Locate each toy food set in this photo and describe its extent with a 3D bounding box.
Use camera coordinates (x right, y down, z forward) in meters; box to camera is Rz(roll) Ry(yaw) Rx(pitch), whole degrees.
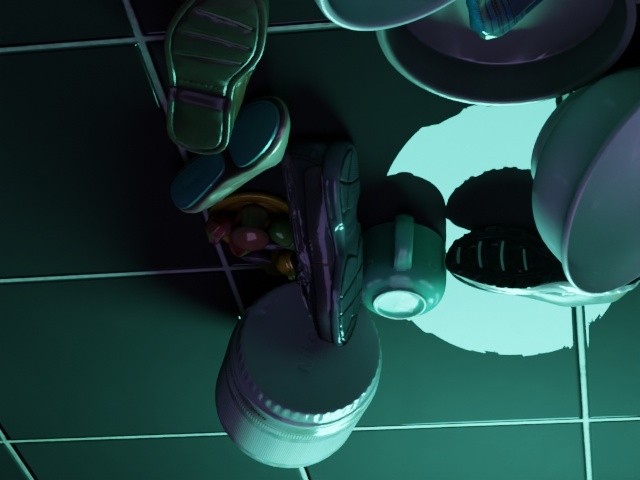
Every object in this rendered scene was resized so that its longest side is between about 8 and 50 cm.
[{"bbox_3d":[-0.090,-0.001,2.241,0.128,0.071,0.218,-23,137,33],"label":"toy food set"}]

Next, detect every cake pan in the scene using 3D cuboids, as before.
[{"bbox_3d":[0.208,-0.263,1.851,0.293,0.054,0.293,2,145,1],"label":"cake pan"}]

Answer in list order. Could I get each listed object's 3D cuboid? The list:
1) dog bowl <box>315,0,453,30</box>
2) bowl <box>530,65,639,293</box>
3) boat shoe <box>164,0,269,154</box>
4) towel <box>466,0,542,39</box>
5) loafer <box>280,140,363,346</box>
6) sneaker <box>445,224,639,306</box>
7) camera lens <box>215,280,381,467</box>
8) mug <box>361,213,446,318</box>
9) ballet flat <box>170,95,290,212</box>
[{"bbox_3d":[0.089,-0.334,1.610,0.264,0.104,0.265,-26,156,-12],"label":"dog bowl"},{"bbox_3d":[0.349,-0.095,1.962,0.298,0.134,0.298,-29,138,-29],"label":"bowl"},{"bbox_3d":[-0.122,-0.230,1.888,0.110,0.104,0.307,18,145,-6],"label":"boat shoe"},{"bbox_3d":[0.237,-0.370,1.545,0.271,0.040,0.370,-36,152,-11],"label":"towel"},{"bbox_3d":[0.000,0.000,2.168,0.095,0.109,0.303,10,122,18],"label":"loafer"},{"bbox_3d":[0.305,0.049,2.262,0.271,0.100,0.108,6,150,-5],"label":"sneaker"},{"bbox_3d":[-0.033,0.196,2.360,0.219,0.219,0.274,8,157,-7],"label":"camera lens"},{"bbox_3d":[0.104,0.043,2.265,0.129,0.097,0.158,-17,141,27],"label":"mug"},{"bbox_3d":[-0.098,-0.111,2.091,0.086,0.086,0.248,26,141,-30],"label":"ballet flat"}]
